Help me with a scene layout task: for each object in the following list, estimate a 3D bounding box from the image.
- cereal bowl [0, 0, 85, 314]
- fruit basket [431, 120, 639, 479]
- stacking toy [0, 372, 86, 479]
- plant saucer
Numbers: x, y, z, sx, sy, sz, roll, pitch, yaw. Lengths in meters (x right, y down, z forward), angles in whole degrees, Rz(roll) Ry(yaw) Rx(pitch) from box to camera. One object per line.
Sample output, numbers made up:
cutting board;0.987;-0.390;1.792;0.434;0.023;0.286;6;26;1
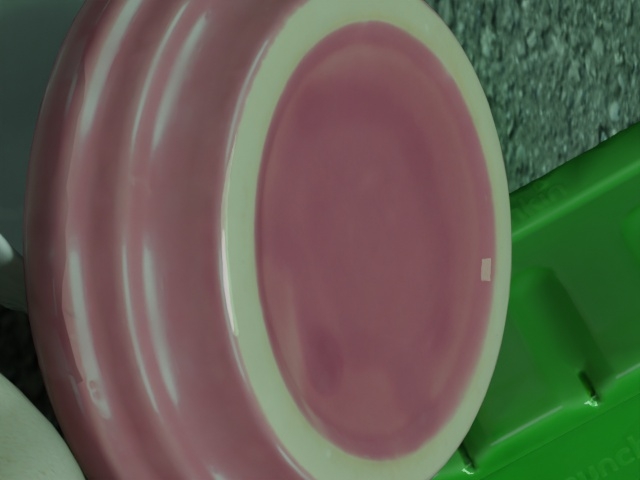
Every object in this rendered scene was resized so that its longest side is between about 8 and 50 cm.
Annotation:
cereal bowl;-0.128;-0.125;0.809;0.339;0.141;0.339;2;87;-54
fruit basket;0.164;0.072;1.096;0.283;0.392;0.392;58;46;-30
stacking toy;-0.262;0.269;0.522;0.350;0.350;0.480;-13;114;-54
plant saucer;0.000;0.000;0.794;0.332;0.084;0.332;2;88;-55
